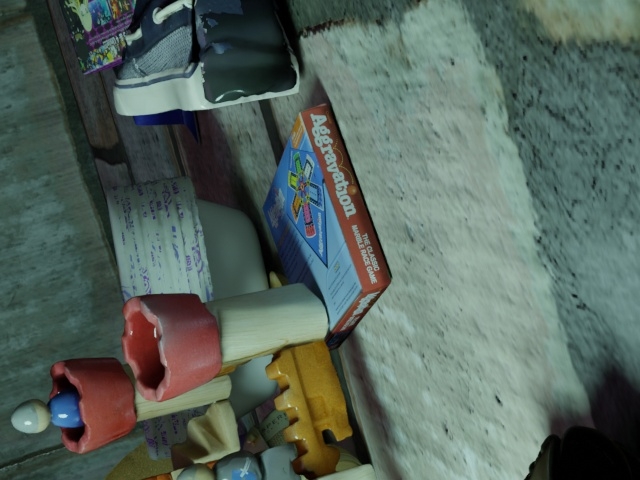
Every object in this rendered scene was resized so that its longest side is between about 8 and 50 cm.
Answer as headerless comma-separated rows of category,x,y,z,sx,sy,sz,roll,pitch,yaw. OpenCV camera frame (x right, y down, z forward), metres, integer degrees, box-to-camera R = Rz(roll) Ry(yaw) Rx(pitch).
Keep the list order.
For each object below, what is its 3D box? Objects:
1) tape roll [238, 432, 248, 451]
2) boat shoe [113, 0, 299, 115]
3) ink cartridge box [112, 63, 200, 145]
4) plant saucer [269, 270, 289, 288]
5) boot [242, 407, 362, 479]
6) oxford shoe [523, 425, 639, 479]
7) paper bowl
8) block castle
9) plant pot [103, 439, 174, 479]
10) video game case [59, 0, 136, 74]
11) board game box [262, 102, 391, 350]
tape roll,-0.034,0.345,1.874,0.275,0.090,0.275,163,90,-78
boat shoe,-0.106,-0.191,1.392,0.340,0.127,0.158,-172,72,-69
ink cartridge box,-0.226,-0.261,1.971,0.333,0.065,0.165,-120,17,-45
plant saucer,-0.029,0.067,1.624,0.083,0.015,0.083,163,90,-79
boot,-0.014,0.231,1.610,0.262,0.095,0.203,82,168,-48
oxford shoe,0.132,0.138,0.836,0.227,0.083,0.096,178,94,-78
paper bowl,-0.127,0.074,1.709,0.284,0.148,0.284,172,90,-84
block castle,-0.090,0.281,1.382,0.303,0.213,0.453,-34,70,60
plant pot,-0.146,0.408,2.235,0.254,0.237,0.237,49,158,31
video game case,-0.223,-0.298,1.771,0.232,0.042,0.210,-11,96,59
board game box,0.000,0.000,1.353,0.281,0.027,0.145,120,131,-75
